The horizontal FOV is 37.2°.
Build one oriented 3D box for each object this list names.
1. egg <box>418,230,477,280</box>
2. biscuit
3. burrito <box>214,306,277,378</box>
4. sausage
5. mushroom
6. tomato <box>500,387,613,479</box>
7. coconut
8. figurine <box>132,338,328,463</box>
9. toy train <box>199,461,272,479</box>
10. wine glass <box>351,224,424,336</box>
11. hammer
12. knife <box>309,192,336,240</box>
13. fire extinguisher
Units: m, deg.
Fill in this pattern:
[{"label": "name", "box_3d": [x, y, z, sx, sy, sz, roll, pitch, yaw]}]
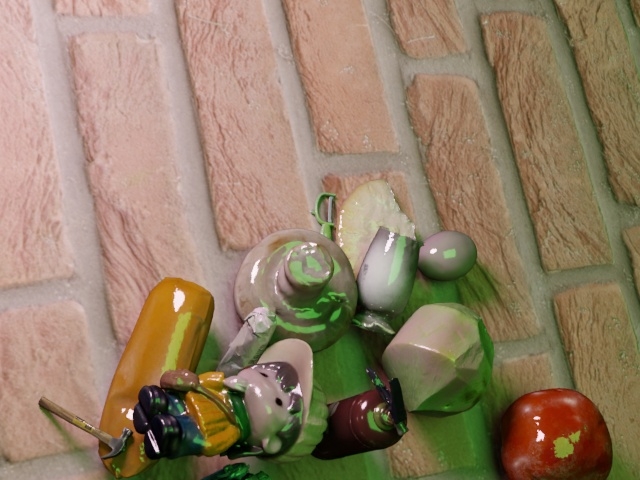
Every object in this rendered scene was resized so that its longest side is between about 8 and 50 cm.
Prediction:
[{"label": "egg", "box_3d": [0.259, 0.032, 1.958, 0.135, 0.103, 0.103, -14, 79, -24]}, {"label": "biscuit", "box_3d": [0.120, -0.005, 1.947, 0.188, 0.040, 0.265, 6, 71, -19]}, {"label": "burrito", "box_3d": [-0.135, 0.197, 1.696, 0.064, 0.203, 0.064, 21, 33, -14]}, {"label": "sausage", "box_3d": [-0.287, 0.240, 1.640, 0.134, 0.116, 0.353, 18, 71, 3]}, {"label": "mushroom", "box_3d": [-0.033, 0.083, 1.743, 0.244, 0.243, 0.243, 8, 70, -22]}, {"label": "tomato", "box_3d": [0.472, 0.398, 1.883, 0.232, 0.188, 0.231, 9, 69, -24]}, {"label": "coconut", "box_3d": [0.227, 0.237, 1.818, 0.205, 0.236, 0.236, 34, 62, 4]}, {"label": "figurine", "box_3d": [-0.144, 0.297, 1.592, 0.333, 0.204, 0.185, -13, 47, -25]}, {"label": "toy train", "box_3d": [-0.181, 0.445, 1.599, 0.198, 0.154, 0.107, -22, 87, -27]}, {"label": "wine glass", "box_3d": [0.125, 0.081, 1.840, 0.111, 0.111, 0.204, 19, 89, -17]}, {"label": "hammer", "box_3d": [-0.397, 0.307, 1.576, 0.182, 0.017, 0.062, 22, 77, 21]}, {"label": "knife", "box_3d": [0.000, 0.000, 1.905, 0.054, 0.015, 0.212, 11, 69, -20]}, {"label": "fire extinguisher", "box_3d": [0.066, 0.300, 1.646, 0.102, 0.344, 0.138, -25, 84, -29]}]
